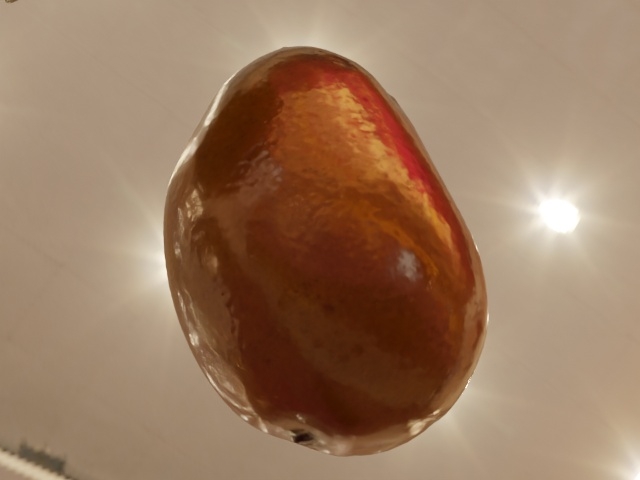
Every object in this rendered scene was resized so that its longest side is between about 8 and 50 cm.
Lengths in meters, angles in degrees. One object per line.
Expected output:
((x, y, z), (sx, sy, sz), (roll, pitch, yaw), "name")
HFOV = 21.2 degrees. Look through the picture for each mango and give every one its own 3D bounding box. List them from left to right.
((-0.005, 0.003, 0.859), (0.151, 0.120, 0.221), (-19, -114, -12), "mango")

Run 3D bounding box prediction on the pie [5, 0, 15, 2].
((-0.183, -0.250, 0.815), (0.306, 0.071, 0.306), (-13, -51, -16), "pie")
